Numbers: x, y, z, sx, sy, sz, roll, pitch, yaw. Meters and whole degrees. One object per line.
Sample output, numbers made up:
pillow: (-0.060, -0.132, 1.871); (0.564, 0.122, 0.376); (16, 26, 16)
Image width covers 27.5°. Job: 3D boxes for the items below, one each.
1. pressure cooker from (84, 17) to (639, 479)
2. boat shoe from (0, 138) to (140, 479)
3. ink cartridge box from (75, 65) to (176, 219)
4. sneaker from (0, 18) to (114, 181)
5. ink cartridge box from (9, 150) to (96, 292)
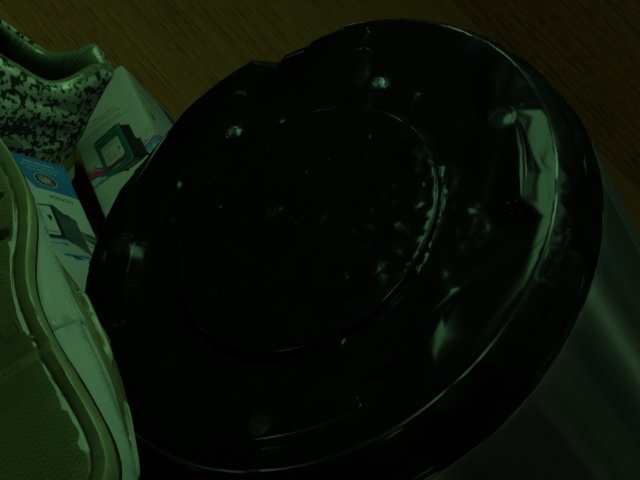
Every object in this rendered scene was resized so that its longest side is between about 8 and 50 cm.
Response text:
pressure cooker: (0.084, 0.096, 0.949); (0.420, 0.375, 0.370); (49, 20, -47)
boat shoe: (-0.189, 0.059, 0.777); (0.103, 0.113, 0.302); (66, -2, -59)
ink cartridge box: (-0.145, -0.036, 1.202); (0.134, 0.078, 0.231); (48, 10, -51)
sneaker: (-0.348, -0.177, 1.061); (0.410, 0.182, 0.158); (25, 28, -32)
ink cartridge box: (-0.244, 0.016, 1.010); (0.140, 0.082, 0.190); (15, 33, -45)
